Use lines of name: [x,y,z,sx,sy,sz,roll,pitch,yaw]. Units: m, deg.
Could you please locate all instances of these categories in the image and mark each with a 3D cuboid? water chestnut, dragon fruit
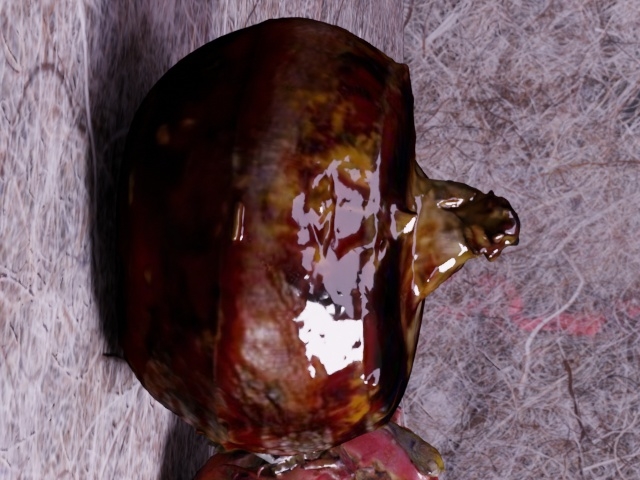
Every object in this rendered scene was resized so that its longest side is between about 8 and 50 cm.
water chestnut: [0.000,0.000,1.401,0.350,0.302,0.350,3,90,-85]
dragon fruit: [-0.020,0.288,1.619,0.291,0.250,0.269,-53,173,-45]
